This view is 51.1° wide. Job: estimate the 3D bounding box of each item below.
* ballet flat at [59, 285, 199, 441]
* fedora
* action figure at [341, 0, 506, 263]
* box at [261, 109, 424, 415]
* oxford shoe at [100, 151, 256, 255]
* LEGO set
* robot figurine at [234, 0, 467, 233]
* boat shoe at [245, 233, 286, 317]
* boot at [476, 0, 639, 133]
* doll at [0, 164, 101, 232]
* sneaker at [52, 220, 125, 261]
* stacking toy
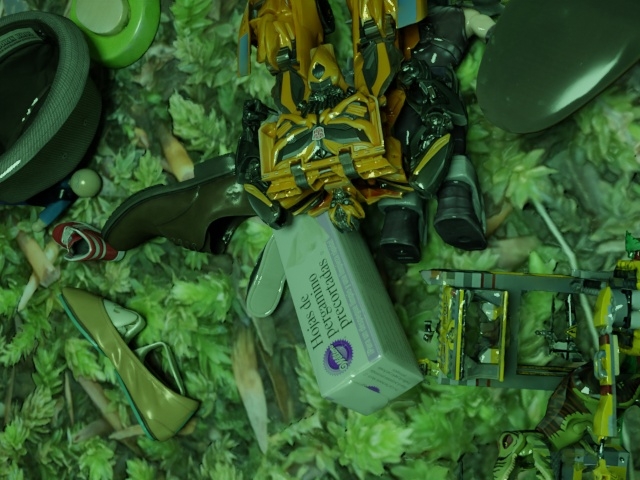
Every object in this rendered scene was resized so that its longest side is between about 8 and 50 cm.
[{"bbox_3d":[-0.226,0.132,0.807,0.073,0.080,0.232,-37,74,-9],"label":"ballet flat"},{"bbox_3d":[-0.372,-0.142,0.820,0.244,0.124,0.275,15,71,25],"label":"fedora"},{"bbox_3d":[0.102,-0.128,0.630,0.186,0.099,0.284,-7,71,33],"label":"action figure"},{"bbox_3d":[0.000,0.000,0.616,0.063,0.067,0.323,-38,47,20],"label":"box"},{"bbox_3d":[-0.157,-0.021,0.762,0.227,0.083,0.096,-20,84,26],"label":"oxford shoe"},{"bbox_3d":[0.158,0.147,0.501,0.192,0.255,0.330,3,99,2],"label":"LEGO set"},{"bbox_3d":[0.010,-0.147,0.579,0.211,0.085,0.290,-12,65,22],"label":"robot figurine"},{"bbox_3d":[-0.047,0.023,0.728,0.046,0.038,0.125,20,99,-20],"label":"boat shoe"},{"bbox_3d":[0.243,-0.208,0.542,0.112,0.115,0.305,38,98,19],"label":"boot"},{"bbox_3d":[-0.371,-0.074,0.887,0.189,0.046,0.128,2,80,20],"label":"doll"},{"bbox_3d":[-0.312,-0.001,0.844,0.119,0.067,0.042,14,94,26],"label":"sneaker"},{"bbox_3d":[-0.272,-0.382,0.803,0.309,0.130,0.279,-34,74,22],"label":"stacking toy"}]
